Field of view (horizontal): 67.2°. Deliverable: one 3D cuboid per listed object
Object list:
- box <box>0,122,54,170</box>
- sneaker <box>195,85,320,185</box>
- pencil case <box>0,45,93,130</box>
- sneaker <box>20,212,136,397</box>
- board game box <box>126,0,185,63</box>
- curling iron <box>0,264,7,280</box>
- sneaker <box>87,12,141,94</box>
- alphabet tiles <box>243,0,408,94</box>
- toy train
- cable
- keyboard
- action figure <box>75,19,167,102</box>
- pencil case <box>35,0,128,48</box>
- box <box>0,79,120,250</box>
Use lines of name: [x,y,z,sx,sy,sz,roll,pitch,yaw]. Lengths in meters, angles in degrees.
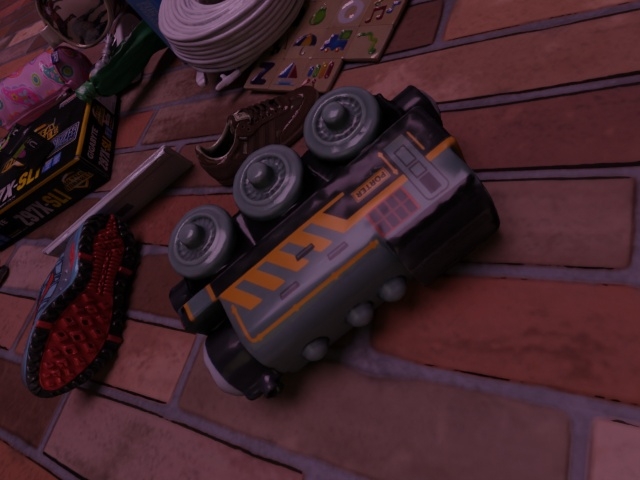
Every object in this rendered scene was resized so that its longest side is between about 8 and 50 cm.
box: [-0.547,-0.175,0.893,0.083,0.052,0.062,22,77,40]
sneaker: [-0.084,-0.152,0.651,0.188,0.071,0.066,-41,47,6]
pencil case: [-0.674,-0.358,1.157,0.284,0.124,0.124,-17,53,23]
sneaker: [-0.335,0.093,0.666,0.125,0.104,0.261,-28,42,36]
board game box: [-0.251,-0.539,0.901,0.064,0.242,0.316,6,66,35]
curling iron: [-0.671,0.151,0.883,0.068,0.035,0.274,16,71,44]
sneaker: [-0.458,-0.409,1.068,0.121,0.079,0.216,-23,52,20]
alphabet tiles: [0.015,-0.372,0.750,0.285,0.011,0.342,16,75,37]
toy train: [0.000,0.000,0.460,0.334,0.142,0.190,-39,57,7]
cable: [-0.149,-0.398,0.786,0.257,0.089,0.257,-37,58,7]
keyboard: [-0.310,-0.051,0.743,0.256,0.072,0.014,-38,72,8]
action figure: [-0.385,-0.354,0.937,0.063,0.137,0.232,35,71,1]
pencil case: [-0.535,-0.607,1.149,0.184,0.159,0.410,-19,41,13]
box: [-0.555,-0.156,0.974,0.322,0.079,0.257,-27,52,18]
